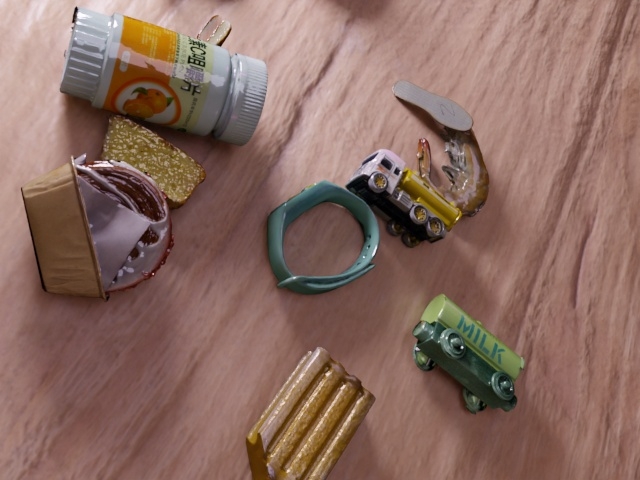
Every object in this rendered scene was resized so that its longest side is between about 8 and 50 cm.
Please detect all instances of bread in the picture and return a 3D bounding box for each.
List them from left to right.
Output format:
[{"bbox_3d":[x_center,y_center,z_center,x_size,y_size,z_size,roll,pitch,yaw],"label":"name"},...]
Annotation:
[{"bbox_3d":[-0.333,-0.021,1.108,0.211,0.142,0.224,-13,94,-16],"label":"bread"},{"bbox_3d":[-0.288,-0.126,1.209,0.187,0.065,0.103,29,65,-18],"label":"bread"},{"bbox_3d":[-0.189,-0.374,1.305,0.043,0.109,0.062,36,106,-11],"label":"bread"}]

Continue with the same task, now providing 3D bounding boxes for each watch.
[{"bbox_3d":[0.000,0.000,1.320,0.237,0.068,0.195,-34,94,-34],"label":"watch"}]

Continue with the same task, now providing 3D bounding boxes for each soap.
[{"bbox_3d":[-0.024,0.312,1.204,0.140,0.073,0.232,42,61,-8],"label":"soap"}]

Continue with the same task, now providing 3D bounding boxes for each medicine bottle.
[{"bbox_3d":[-0.262,-0.272,1.211,0.318,0.158,0.158,12,70,-23],"label":"medicine bottle"}]

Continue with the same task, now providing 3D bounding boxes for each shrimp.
[{"bbox_3d":[0.265,-0.165,1.512,0.173,0.058,0.253,-17,82,-22],"label":"shrimp"}]

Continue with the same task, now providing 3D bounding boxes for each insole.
[{"bbox_3d":[0.235,-0.283,1.513,0.188,0.004,0.064,30,71,11],"label":"insole"}]

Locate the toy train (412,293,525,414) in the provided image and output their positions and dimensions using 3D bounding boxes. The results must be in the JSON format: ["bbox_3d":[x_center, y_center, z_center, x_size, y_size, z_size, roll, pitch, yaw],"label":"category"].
[{"bbox_3d":[0.286,0.213,1.387,0.253,0.105,0.157,39,47,-11],"label":"toy train"}]

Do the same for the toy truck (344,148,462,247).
[{"bbox_3d":[0.164,-0.080,1.407,0.227,0.098,0.114,37,61,-15],"label":"toy truck"}]
